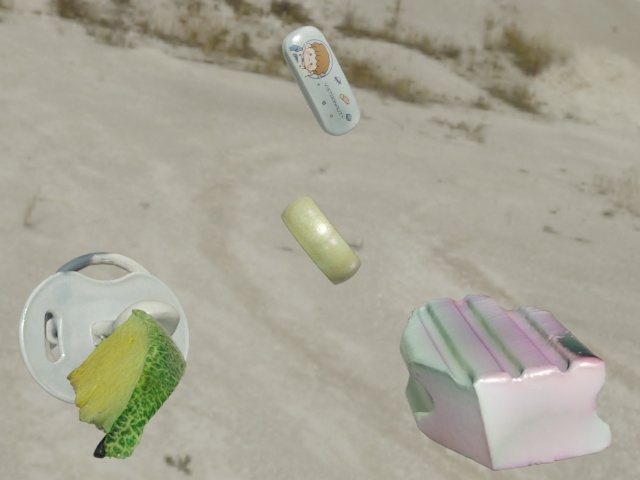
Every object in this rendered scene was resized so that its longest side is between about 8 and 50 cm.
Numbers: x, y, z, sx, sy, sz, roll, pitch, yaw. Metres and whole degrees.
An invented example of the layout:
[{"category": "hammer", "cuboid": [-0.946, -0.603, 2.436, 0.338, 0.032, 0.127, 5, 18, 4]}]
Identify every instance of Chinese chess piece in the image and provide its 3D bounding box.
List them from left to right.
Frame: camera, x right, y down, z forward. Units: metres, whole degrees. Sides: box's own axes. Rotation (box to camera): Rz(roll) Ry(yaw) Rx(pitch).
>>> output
[{"category": "Chinese chess piece", "cuboid": [0.000, 0.000, 1.552, 0.144, 0.058, 0.144, 51, 2, -3]}]

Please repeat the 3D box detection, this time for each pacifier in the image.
[{"category": "pacifier", "cuboid": [-0.292, 0.120, 1.527, 0.279, 0.227, 0.207, 2, -10, -39]}]

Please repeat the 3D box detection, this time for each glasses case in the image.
[{"category": "glasses case", "cuboid": [0.002, -0.247, 1.622, 0.067, 0.178, 0.045, -33, 15, -17]}]

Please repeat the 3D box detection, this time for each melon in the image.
[{"category": "melon", "cuboid": [-0.174, 0.120, 0.898, 0.114, 0.053, 0.262, -20, 14, -3]}]

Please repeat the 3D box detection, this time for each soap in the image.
[{"category": "soap", "cuboid": [0.194, 0.153, 1.220, 0.193, 0.109, 0.324, -8, 12, -2]}]
